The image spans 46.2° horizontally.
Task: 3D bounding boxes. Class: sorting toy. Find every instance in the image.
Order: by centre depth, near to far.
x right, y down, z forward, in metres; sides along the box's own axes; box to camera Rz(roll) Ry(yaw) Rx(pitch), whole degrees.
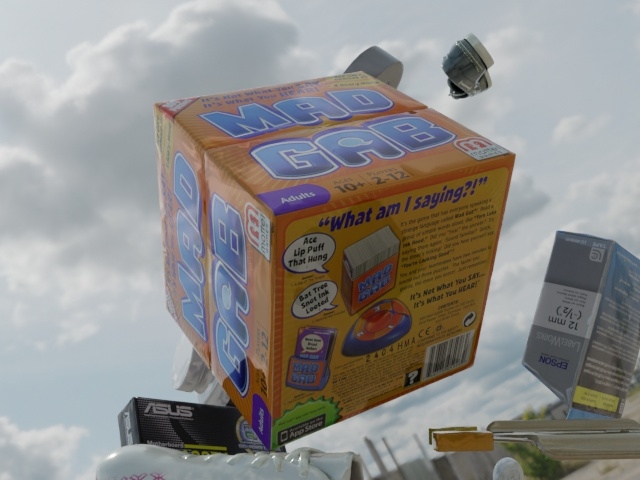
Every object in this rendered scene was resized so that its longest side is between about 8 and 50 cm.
[{"bbox_3d":[0.272,0.234,0.863,0.307,0.041,0.229,0,-10,-2],"label":"sorting toy"}]

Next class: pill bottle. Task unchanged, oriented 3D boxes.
[{"bbox_3d":[-0.129,0.271,1.525,0.322,0.182,0.181,16,-42,-23],"label":"pill bottle"}]

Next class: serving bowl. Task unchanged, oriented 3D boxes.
[{"bbox_3d":[0.443,0.551,1.750,0.083,0.083,0.027,-19,3,-27],"label":"serving bowl"}]

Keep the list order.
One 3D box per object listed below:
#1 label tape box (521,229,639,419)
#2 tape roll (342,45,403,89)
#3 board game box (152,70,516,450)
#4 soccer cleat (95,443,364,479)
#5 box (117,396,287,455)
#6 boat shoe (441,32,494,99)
[{"bbox_3d":[0.458,0.184,1.301,0.249,0.115,0.348,22,-95,-48],"label":"label tape box"},{"bbox_3d":[0.103,-0.346,1.774,0.219,0.072,0.219,-49,-14,-17],"label":"tape roll"},{"bbox_3d":[0.000,0.000,1.080,0.356,0.356,0.356,-15,-54,-28],"label":"board game box"},{"bbox_3d":[-0.042,0.235,0.687,0.116,0.331,0.143,-3,-66,-77],"label":"soccer cleat"},{"bbox_3d":[-0.164,0.357,1.142,0.270,0.216,0.060,17,-51,-36],"label":"box"},{"bbox_3d":[0.308,-0.366,1.645,0.099,0.116,0.319,-39,-5,7],"label":"boat shoe"}]
